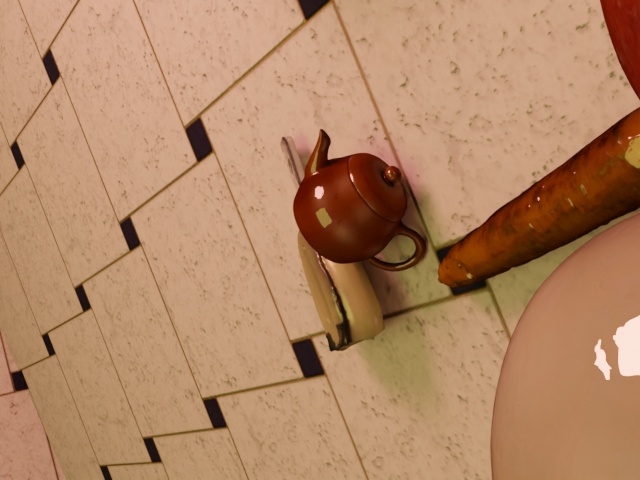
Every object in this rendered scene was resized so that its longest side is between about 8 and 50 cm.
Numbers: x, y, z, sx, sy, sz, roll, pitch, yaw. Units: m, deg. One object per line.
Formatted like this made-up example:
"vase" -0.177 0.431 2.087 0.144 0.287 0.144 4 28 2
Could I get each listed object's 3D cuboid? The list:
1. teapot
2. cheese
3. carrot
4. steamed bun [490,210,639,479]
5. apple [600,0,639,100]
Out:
"teapot" 0.042 -0.037 0.840 0.173 0.116 0.116 46 147 -14
"cheese" 0.000 0.000 0.935 0.127 0.054 0.251 128 123 -73
"carrot" 0.186 -0.023 0.687 0.314 0.066 0.066 -38 76 55
"steamed bun" 0.261 0.154 0.466 0.334 0.334 0.374 -7 104 54
"apple" 0.265 -0.147 0.277 0.348 0.277 0.348 -14 68 38
